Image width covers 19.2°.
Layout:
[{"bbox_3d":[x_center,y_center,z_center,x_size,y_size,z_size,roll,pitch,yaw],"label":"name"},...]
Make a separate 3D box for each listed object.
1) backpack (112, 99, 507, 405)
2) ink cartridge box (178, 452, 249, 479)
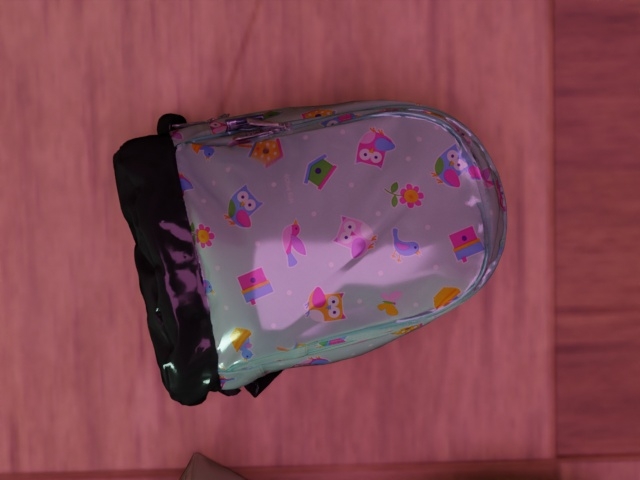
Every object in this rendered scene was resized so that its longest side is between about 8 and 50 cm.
[{"bbox_3d":[0.000,0.000,0.928,0.182,0.115,0.152,-12,95,-2],"label":"backpack"},{"bbox_3d":[-0.060,0.199,0.964,0.092,0.090,0.143,28,96,-5],"label":"ink cartridge box"}]
